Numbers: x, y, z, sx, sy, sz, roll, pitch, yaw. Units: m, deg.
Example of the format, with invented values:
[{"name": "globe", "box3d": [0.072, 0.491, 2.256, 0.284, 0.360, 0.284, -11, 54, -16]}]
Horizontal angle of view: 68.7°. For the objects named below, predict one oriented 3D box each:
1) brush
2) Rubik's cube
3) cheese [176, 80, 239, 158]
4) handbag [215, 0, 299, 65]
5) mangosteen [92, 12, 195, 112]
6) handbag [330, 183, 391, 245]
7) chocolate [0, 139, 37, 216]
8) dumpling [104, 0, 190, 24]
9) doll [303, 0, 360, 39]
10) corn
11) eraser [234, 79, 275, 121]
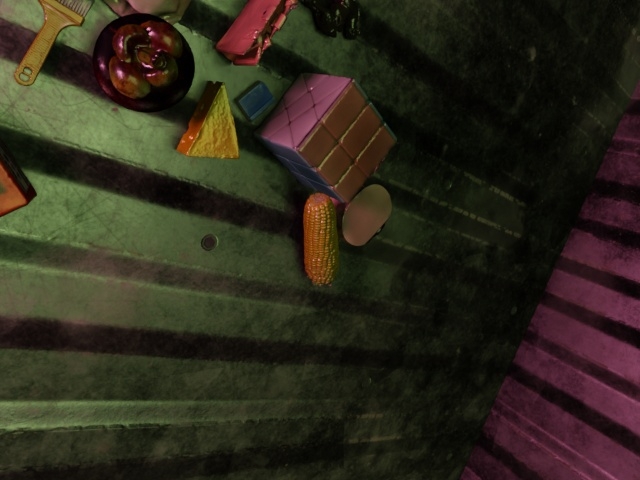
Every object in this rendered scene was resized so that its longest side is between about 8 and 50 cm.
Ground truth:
[{"name": "brush", "box3d": [-0.521, -0.393, 0.897, 0.083, 0.010, 0.218, 28, 88, -39]}, {"name": "Rubik's cube", "box3d": [0.014, -0.264, 1.196, 0.221, 0.231, 0.225, -53, 131, -5]}, {"name": "cheese", "box3d": [-0.254, -0.281, 1.083, 0.126, 0.093, 0.171, -1, 108, -32]}, {"name": "handbag", "box3d": [-0.133, -0.493, 1.042, 0.059, 0.157, 0.212, 34, 88, -40]}, {"name": "mangosteen", "box3d": [-0.342, -0.344, 0.908, 0.194, 0.230, 0.194, -3, 103, -16]}, {"name": "handbag", "box3d": [0.106, -0.081, 1.405, 0.205, 0.116, 0.179, -47, 128, -12]}, {"name": "chocolate", "box3d": [-0.683, -0.118, 0.835, 0.235, 0.108, 0.237, -33, 123, -23]}, {"name": "dumpling", "box3d": [-0.341, -0.500, 0.942, 0.176, 0.092, 0.150, -42, 141, -25]}, {"name": "doll", "box3d": [0.045, -0.583, 1.203, 0.139, 0.057, 0.165, -49, 133, -13]}, {"name": "corn", "box3d": [0.000, 0.000, 1.344, 0.106, 0.106, 0.305, -26, 133, -25]}, {"name": "eraser", "box3d": [-0.162, -0.347, 1.164, 0.085, 0.027, 0.063, -45, 126, -13]}]
